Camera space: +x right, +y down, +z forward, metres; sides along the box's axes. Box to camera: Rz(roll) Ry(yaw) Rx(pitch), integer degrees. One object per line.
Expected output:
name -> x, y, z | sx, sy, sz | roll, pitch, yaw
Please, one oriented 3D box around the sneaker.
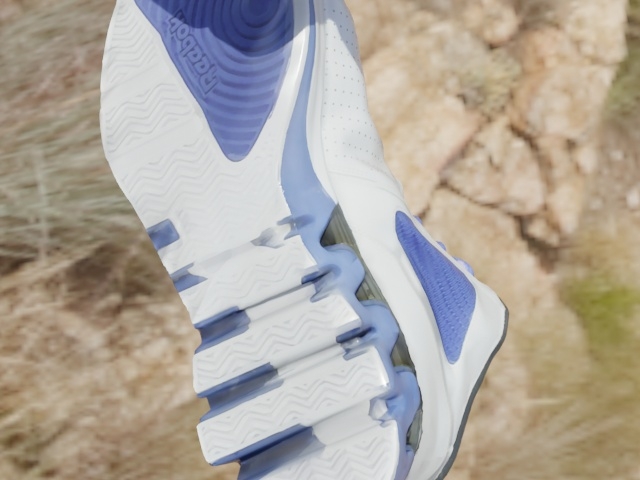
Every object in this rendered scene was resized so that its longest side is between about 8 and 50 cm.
sneaker -> 0.000, 0.001, 0.876 | 0.182, 0.127, 0.316 | 16, 58, -62
